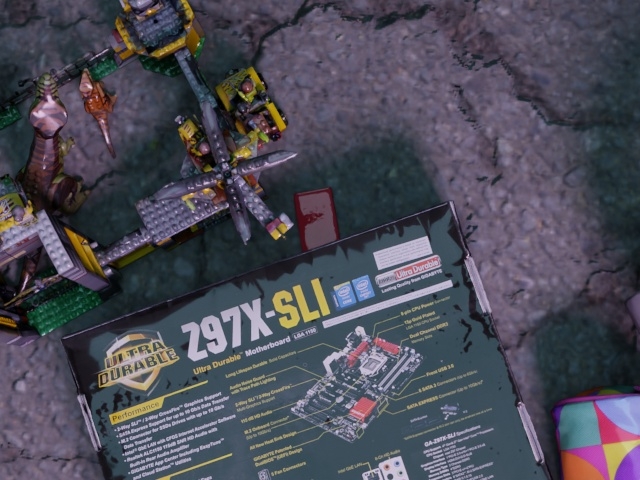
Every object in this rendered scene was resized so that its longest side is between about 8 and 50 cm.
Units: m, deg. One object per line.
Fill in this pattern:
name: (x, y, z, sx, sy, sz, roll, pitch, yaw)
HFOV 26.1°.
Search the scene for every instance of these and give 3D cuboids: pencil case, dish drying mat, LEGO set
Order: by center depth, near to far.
pencil case: (0.238, 0.223, 1.021, 0.104, 0.104, 0.236, -12, 81, 3)
LEGO set: (-0.194, -0.068, 1.049, 0.331, 0.192, 0.255, -21, 81, 1)
dish drying mat: (0.000, 0.000, 1.118, 0.032, 0.008, 0.083, -10, 80, 4)

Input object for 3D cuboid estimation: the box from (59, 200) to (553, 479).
box: (-0.006, 0.144, 1.059, 0.322, 0.079, 0.257, -20, 81, 2)

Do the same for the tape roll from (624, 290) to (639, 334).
tape roll: (0.329, 0.024, 0.981, 0.219, 0.219, 0.072, -28, 80, 0)
